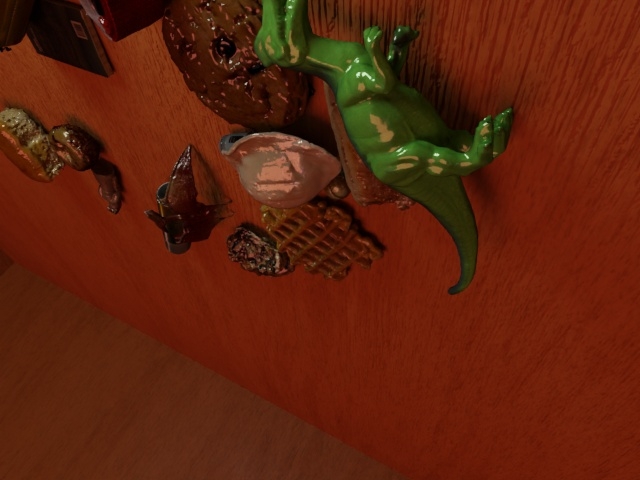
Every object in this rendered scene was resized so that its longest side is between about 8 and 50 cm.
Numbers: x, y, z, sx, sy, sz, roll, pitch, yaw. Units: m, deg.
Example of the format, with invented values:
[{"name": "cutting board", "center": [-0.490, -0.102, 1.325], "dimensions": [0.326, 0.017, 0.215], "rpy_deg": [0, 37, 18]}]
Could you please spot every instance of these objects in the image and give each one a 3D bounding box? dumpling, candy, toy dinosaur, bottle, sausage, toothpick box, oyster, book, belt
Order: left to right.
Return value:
[{"name": "sausage", "center": [-0.591, -0.493, 1.037], "dimensions": [0.117, 0.125, 0.317], "rpy_deg": [10, 156, -34]}, {"name": "book", "center": [-0.560, -0.447, 1.190], "dimensions": [0.228, 0.024, 0.160], "rpy_deg": [22, 148, 20]}, {"name": "belt", "center": [-0.322, -0.424, 0.887], "dimensions": [0.128, 0.124, 0.201], "rpy_deg": [45, 160, 16]}, {"name": "bottle", "center": [-0.412, -0.056, 1.576], "dimensions": [0.082, 0.082, 0.286], "rpy_deg": [30, 152, 6]}, {"name": "toy dinosaur", "center": [-0.324, -0.085, 1.424], "dimensions": [0.206, 0.113, 0.327], "rpy_deg": [-21, 152, 14]}, {"name": "toothpick box", "center": [-0.164, -0.196, 1.143], "dimensions": [0.083, 0.052, 0.052], "rpy_deg": [1, 138, 42]}, {"name": "oyster", "center": [-0.163, 0.053, 1.499], "dimensions": [0.214, 0.083, 0.223], "rpy_deg": [23, 156, 23]}, {"name": "dumpling", "center": [-0.082, -0.142, 1.041], "dimensions": [0.252, 0.131, 0.179], "rpy_deg": [-2, 149, 49]}, {"name": "candy", "center": [-0.006, -0.111, 1.130], "dimensions": [0.061, 0.061, 0.202], "rpy_deg": [48, 157, -25]}, {"name": "toy dinosaur", "center": [0.081, -0.106, 0.847], "dimensions": [0.374, 0.144, 0.500], "rpy_deg": [15, 135, 14]}]

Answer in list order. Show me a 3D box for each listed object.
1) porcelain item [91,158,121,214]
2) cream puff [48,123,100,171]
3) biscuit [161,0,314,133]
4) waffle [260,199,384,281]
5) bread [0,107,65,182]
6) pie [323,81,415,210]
[{"name": "porcelain item", "center": [-0.636, -0.156, 1.678], "dimensions": [0.084, 0.054, 0.213], "rpy_deg": [31, 150, 11]}, {"name": "cream puff", "center": [-0.671, -0.262, 1.524], "dimensions": [0.149, 0.084, 0.149], "rpy_deg": [23, 145, 17]}, {"name": "biscuit", "center": [-0.152, -0.297, 0.955], "dimensions": [0.295, 0.075, 0.296], "rpy_deg": [25, 150, 16]}, {"name": "waffle", "center": [-0.007, 0.000, 1.278], "dimensions": [0.300, 0.058, 0.281], "rpy_deg": [-5, 135, 49]}, {"name": "bread", "center": [-0.890, -0.286, 1.671], "dimensions": [0.174, 0.121, 0.245], "rpy_deg": [12, 147, 32]}, {"name": "pie", "center": [0.086, -0.160, 0.921], "dimensions": [0.128, 0.068, 0.282], "rpy_deg": [-1, 132, 22]}]
